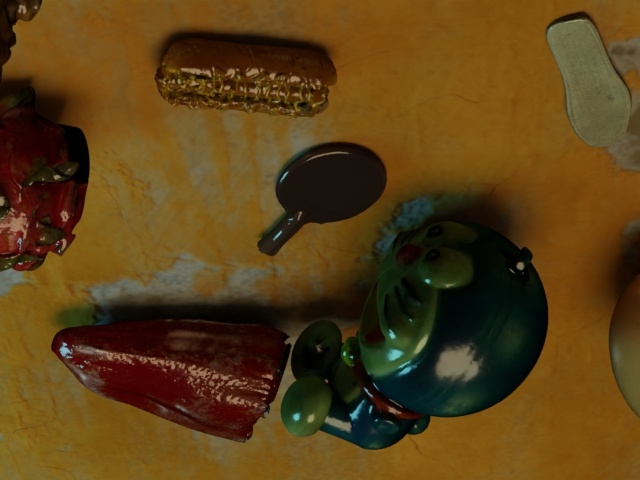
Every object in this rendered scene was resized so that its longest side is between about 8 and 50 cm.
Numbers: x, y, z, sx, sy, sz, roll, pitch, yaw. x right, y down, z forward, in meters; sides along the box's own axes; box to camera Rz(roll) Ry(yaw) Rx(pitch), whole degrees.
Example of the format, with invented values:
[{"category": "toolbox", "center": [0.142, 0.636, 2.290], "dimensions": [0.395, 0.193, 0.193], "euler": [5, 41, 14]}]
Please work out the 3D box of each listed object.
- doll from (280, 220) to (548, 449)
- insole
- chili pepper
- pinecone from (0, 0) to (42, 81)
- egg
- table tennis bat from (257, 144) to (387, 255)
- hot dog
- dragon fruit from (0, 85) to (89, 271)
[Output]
[{"category": "doll", "center": [0.109, 0.100, 1.796], "dimensions": [0.186, 0.198, 0.322], "euler": [31, 134, -18]}, {"category": "insole", "center": [0.255, -0.147, 1.651], "dimensions": [0.063, 0.010, 0.192], "euler": [-17, 142, 13]}, {"category": "chili pepper", "center": [-0.165, 0.137, 1.891], "dimensions": [0.252, 0.136, 0.144], "euler": [11, -175, -7]}, {"category": "pinecone", "center": [-0.340, -0.191, 1.298], "dimensions": [0.264, 0.264, 0.264], "euler": [-5, 143, -4]}, {"category": "egg", "center": [0.407, 0.112, 1.860], "dimensions": [0.201, 0.201, 0.244], "euler": [-20, 139, 16]}, {"category": "table tennis bat", "center": [0.000, 0.000, 1.712], "dimensions": [0.107, 0.119, 0.170], "euler": [20, 133, -31]}, {"category": "hot dog", "center": [-0.068, -0.145, 1.570], "dimensions": [0.165, 0.045, 0.071], "euler": [4, 143, -16]}, {"category": "dragon fruit", "center": [-0.305, -0.055, 1.569], "dimensions": [0.172, 0.166, 0.160], "euler": [-1, -177, -26]}]
